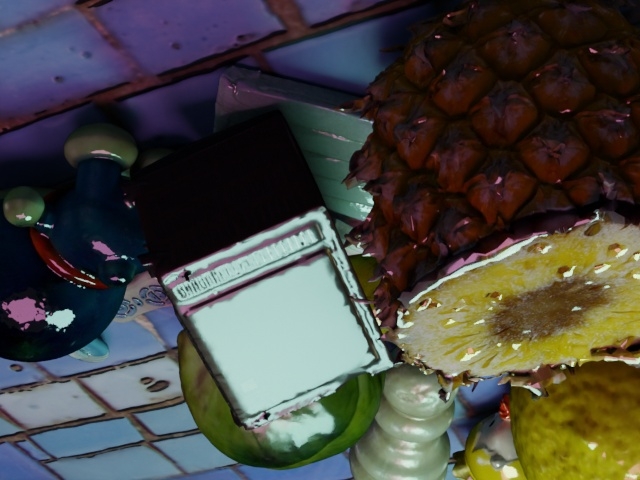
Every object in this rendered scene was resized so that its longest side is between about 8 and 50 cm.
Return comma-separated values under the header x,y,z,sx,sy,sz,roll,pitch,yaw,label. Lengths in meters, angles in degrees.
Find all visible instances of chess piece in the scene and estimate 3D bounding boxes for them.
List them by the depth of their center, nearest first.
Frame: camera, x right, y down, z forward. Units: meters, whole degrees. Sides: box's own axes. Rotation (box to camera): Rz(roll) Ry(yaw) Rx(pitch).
x,y,z,sx,sy,sz,roll,pitch,yaw,label
0.114,0.222,1.726,0.133,0.133,0.243,6,139,-2,chess piece

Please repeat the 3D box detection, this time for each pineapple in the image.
x,y,z,sx,sy,sz,roll,pitch,yaw,label
0.181,-0.046,1.202,0.352,0.300,0.352,-5,141,-4,pineapple

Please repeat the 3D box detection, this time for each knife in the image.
x,y,z,sx,sy,sz,roll,pitch,yaw,label
-0.313,0.117,1.647,0.064,0.031,0.222,-2,161,15,knife

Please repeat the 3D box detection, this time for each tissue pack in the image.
x,y,z,sx,sy,sz,roll,pitch,yaw,label
0.000,0.000,1.489,0.056,0.023,0.108,30,155,-36,tissue pack

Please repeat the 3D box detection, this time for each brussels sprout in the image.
x,y,z,sx,sy,sz,roll,pitch,yaw,label
-0.055,0.141,1.572,0.219,0.210,0.271,-20,123,22,brussels sprout

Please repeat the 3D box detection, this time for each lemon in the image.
x,y,z,sx,sy,sz,roll,pitch,yaw,label
0.377,0.178,1.464,0.350,0.350,0.387,-11,113,19,lemon

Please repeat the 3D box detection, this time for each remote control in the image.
x,y,z,sx,sy,sz,roll,pitch,yaw,label
-0.215,0.061,1.612,0.122,0.032,0.074,-19,137,27,remote control

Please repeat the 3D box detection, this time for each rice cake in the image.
x,y,z,sx,sy,sz,roll,pitch,yaw,label
-0.013,-0.092,1.385,0.198,0.037,0.189,8,143,-5,rice cake

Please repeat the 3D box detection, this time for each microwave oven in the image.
x,y,z,sx,sy,sz,roll,pitch,yaw,label
-0.061,0.028,1.324,0.178,0.188,0.247,-26,132,-2,microwave oven

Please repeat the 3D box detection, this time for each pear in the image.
x,y,z,sx,sy,sz,roll,pitch,yaw,label
0.070,0.059,1.518,0.131,0.107,0.107,19,141,-10,pear

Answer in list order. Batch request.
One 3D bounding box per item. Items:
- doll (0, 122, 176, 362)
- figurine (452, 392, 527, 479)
x,y,z,sx,sy,sz,roll,pitch,yaw,label
-0.282,0.017,1.433,0.198,0.186,0.322,20,142,-36,doll
0.261,0.246,1.751,0.234,0.127,0.185,-8,131,37,figurine
